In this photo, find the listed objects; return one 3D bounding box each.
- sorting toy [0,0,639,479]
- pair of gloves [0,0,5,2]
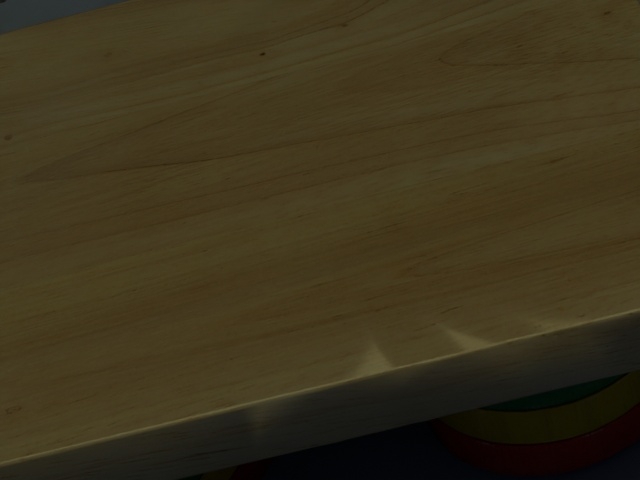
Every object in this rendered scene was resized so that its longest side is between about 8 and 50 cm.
[{"bbox_3d":[0.000,0.000,0.684,0.257,0.089,0.255,-14,37,5],"label":"sorting toy"},{"bbox_3d":[-0.280,-0.077,0.899,0.204,0.042,0.240,-3,23,43],"label":"pair of gloves"}]
